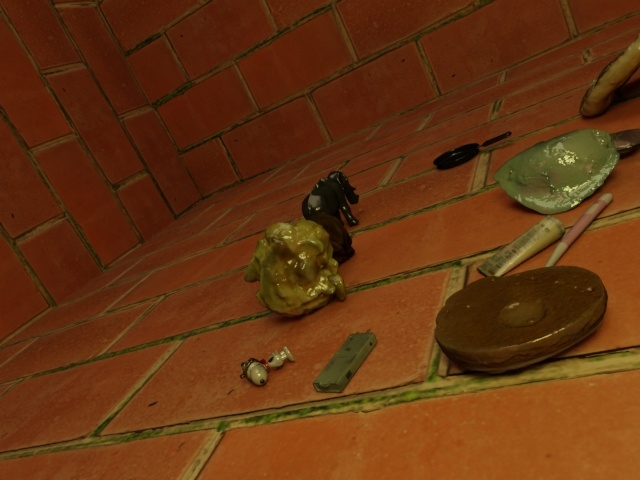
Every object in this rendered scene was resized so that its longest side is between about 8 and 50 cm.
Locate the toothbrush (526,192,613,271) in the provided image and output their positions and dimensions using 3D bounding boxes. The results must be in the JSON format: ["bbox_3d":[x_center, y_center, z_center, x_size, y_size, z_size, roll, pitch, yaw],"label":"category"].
[{"bbox_3d":[0.372,-0.004,0.796,0.286,0.025,0.020,-36,19,-31],"label":"toothbrush"}]

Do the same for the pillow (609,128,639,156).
[{"bbox_3d":[0.529,-0.177,1.066,0.232,0.038,0.130,-12,18,48],"label":"pillow"}]

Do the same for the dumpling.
[{"bbox_3d":[0.417,-0.124,0.956,0.216,0.105,0.149,-16,19,33],"label":"dumpling"}]

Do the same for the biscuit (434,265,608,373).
[{"bbox_3d":[0.239,0.096,0.646,0.208,0.049,0.181,-16,19,36],"label":"biscuit"}]

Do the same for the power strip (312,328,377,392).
[{"bbox_3d":[0.041,0.173,0.778,0.050,0.019,0.136,-15,20,41],"label":"power strip"}]

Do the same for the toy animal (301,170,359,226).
[{"bbox_3d":[0.039,-0.094,1.392,0.114,0.146,0.245,-20,16,26],"label":"toy animal"}]

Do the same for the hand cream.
[{"bbox_3d":[0.314,0.015,0.825,0.143,0.039,0.061,-36,22,2],"label":"hand cream"}]

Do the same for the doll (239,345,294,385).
[{"bbox_3d":[-0.088,0.201,0.863,0.085,0.040,0.058,-41,33,-28],"label":"doll"}]

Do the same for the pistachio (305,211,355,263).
[{"bbox_3d":[0.000,0.000,1.181,0.165,0.131,0.210,4,1,-9],"label":"pistachio"}]

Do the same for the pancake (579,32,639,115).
[{"bbox_3d":[0.757,-0.442,1.250,0.387,0.082,0.387,-41,-11,-10],"label":"pancake"}]

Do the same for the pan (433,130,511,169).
[{"bbox_3d":[0.424,-0.250,1.482,0.235,0.028,0.136,-17,19,42],"label":"pan"}]

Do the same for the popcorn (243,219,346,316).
[{"bbox_3d":[-0.045,0.055,1.014,0.187,0.186,0.167,-35,-15,32],"label":"popcorn"}]
